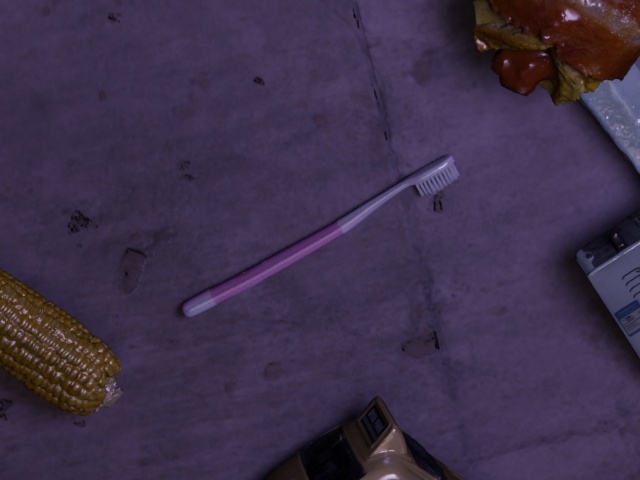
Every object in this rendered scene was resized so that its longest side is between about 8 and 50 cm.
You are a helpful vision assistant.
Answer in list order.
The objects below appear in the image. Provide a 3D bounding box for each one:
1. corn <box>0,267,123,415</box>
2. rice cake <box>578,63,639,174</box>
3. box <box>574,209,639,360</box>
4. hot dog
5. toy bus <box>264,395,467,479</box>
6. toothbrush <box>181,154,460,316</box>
[{"bbox_3d":[-0.277,0.078,1.729,0.238,0.080,0.080,35,100,-15],"label":"corn"},{"bbox_3d":[0.224,-0.184,1.708,0.066,0.063,0.336,-39,105,4],"label":"rice cake"},{"bbox_3d":[0.383,0.003,1.760,0.270,0.045,0.211,-35,127,6],"label":"box"},{"bbox_3d":[0.220,-0.203,1.597,0.146,0.103,0.213,32,123,-9],"label":"hot dog"},{"bbox_3d":[0.112,0.321,1.791,0.365,0.177,0.202,38,96,-18],"label":"toy bus"},{"bbox_3d":[0.000,0.000,1.762,0.286,0.020,0.025,-29,113,3],"label":"toothbrush"}]
